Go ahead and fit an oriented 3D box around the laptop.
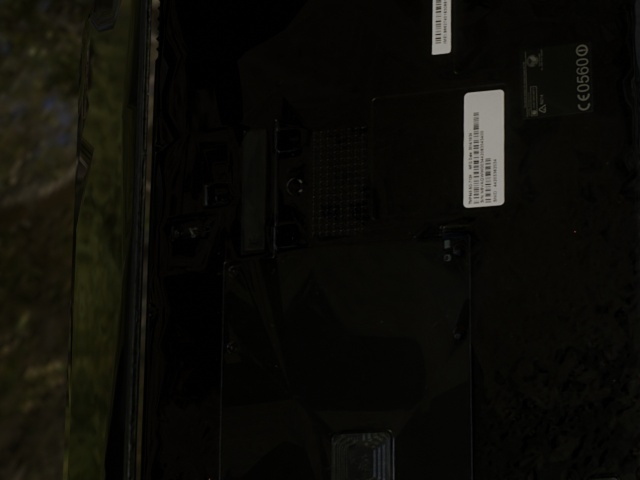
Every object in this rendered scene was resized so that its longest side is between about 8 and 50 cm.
[{"bbox_3d":[0.000,0.000,0.646,0.264,0.234,0.136,-5,-15,21],"label":"laptop"}]
